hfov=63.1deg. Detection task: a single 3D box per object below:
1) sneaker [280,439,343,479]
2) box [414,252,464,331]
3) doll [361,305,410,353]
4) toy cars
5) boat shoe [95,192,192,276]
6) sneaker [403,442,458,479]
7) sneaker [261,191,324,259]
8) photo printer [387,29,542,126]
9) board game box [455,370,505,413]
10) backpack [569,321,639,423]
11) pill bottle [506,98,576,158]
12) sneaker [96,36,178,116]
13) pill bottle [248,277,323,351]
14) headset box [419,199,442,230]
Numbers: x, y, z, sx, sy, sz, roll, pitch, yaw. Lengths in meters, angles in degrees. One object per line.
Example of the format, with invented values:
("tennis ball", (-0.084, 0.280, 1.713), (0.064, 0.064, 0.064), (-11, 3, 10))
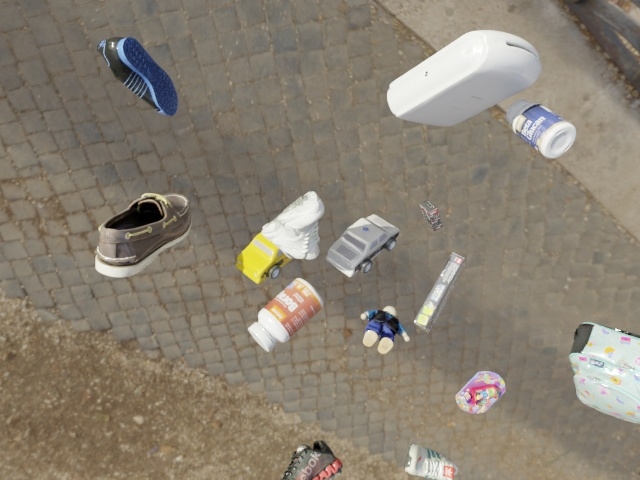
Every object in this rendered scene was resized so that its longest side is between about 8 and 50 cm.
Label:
("sneaker", (-0.062, 0.688, 1.543), (0.276, 0.135, 0.097), (-20, 168, -40))
("box", (0.315, 0.140, 1.366), (0.207, 0.036, 0.114), (-59, 159, -7))
("doll", (0.155, 0.207, 1.240), (0.129, 0.189, 0.046), (25, 109, 7))
("toy cars", (0.000, 0.000, 1.202), (0.393, 0.176, 0.087), (-4, 137, -5))
("boat shoe", (-0.356, -0.040, 1.092), (0.116, 0.324, 0.097), (15, 117, 7))
("sneaker", (0.225, 0.445, 1.037), (0.075, 0.057, 0.161), (7, 161, 35))
("sneaker", (-0.032, -0.019, 1.039), (0.090, 0.232, 0.115), (-42, 95, -22))
("photo printer", (0.355, -0.386, 1.258), (0.256, 0.107, 0.307), (-2, 167, -40))
("board game box", (0.531, 0.508, 1.703), (0.133, 0.033, 0.169), (34, 105, -17))
("backpack", (0.569, 0.249, 0.963), (0.188, 0.144, 0.166), (7, 146, 36))
("pill bottle", (0.544, -0.286, 1.302), (0.094, 0.169, 0.094), (-14, 133, -16))
("sneaker", (-0.426, -0.385, 1.230), (0.090, 0.081, 0.232), (10, 154, 23))
("pill bottle", (-0.104, 0.222, 1.541), (0.216, 0.121, 0.121), (-42, 124, -20))
("headset box", (0.334, -0.080, 1.579), (0.032, 0.062, 0.083), (-27, 125, -3))
